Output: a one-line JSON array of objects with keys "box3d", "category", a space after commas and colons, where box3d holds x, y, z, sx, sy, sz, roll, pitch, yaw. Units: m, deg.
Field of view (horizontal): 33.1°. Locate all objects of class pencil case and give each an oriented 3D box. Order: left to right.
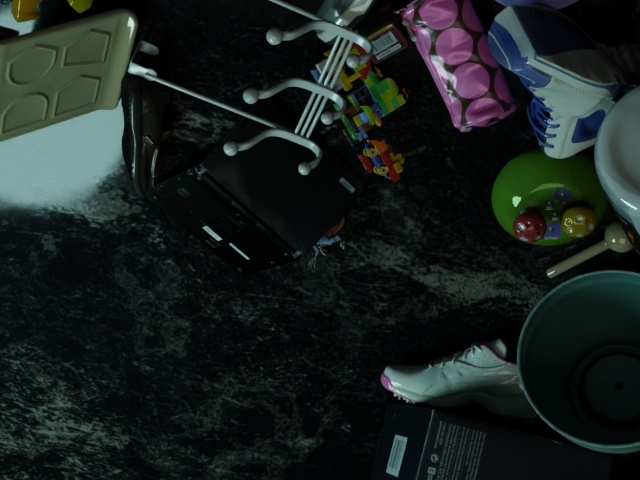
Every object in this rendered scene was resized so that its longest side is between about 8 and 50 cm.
[{"box3d": [0.188, -0.251, 1.492, 0.098, 0.095, 0.209, -30, 98, -13], "category": "pencil case"}]

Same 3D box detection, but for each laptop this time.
[{"box3d": [-0.107, -0.081, 1.737, 0.234, 0.137, 0.264, 42, 146, -23], "category": "laptop"}]

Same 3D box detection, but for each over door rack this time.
[{"box3d": [-0.116, -0.245, 1.487, 0.324, 0.108, 0.239, 30, 137, 1], "category": "over door rack"}]

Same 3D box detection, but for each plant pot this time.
[{"box3d": [0.484, 0.220, 1.766, 0.293, 0.293, 0.196, -13, 152, 15], "category": "plant pot"}]

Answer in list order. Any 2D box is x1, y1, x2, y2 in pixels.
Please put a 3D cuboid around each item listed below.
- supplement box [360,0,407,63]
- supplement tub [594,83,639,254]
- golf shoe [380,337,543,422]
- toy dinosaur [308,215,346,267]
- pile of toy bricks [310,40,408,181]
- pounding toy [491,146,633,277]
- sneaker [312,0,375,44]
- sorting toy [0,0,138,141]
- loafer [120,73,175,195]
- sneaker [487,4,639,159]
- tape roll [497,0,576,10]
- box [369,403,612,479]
[{"box3d": [0.089, -0.293, 1.510, 0.055, 0.083, 0.043, -27, 121, 24], "category": "supplement box"}, {"box3d": [0.508, -0.073, 1.492, 0.207, 0.207, 0.338, -18, 155, 18], "category": "supplement tub"}, {"box3d": [0.262, 0.230, 1.897, 0.306, 0.115, 0.140, 6, 100, 6], "category": "golf shoe"}, {"box3d": [0.000, 0.000, 1.785, 0.082, 0.047, 0.090, 6, 95, 12], "category": "toy dinosaur"}, {"box3d": [0.079, -0.200, 1.587, 0.105, 0.118, 0.212, -32, 104, -5], "category": "pile of toy bricks"}, {"box3d": [0.374, -0.025, 1.671, 0.183, 0.110, 0.237, -30, 119, 25], "category": "pounding toy"}, {"box3d": [0.022, -0.407, 1.406, 0.178, 0.124, 0.295, 27, 126, -14], "category": "sneaker"}, {"box3d": [-0.369, -0.263, 1.497, 0.229, 0.041, 0.307, -20, 155, -32], "category": "sorting toy"}, {"box3d": [-0.259, -0.157, 1.650, 0.078, 0.080, 0.220, -10, 139, -18], "category": "loafer"}, {"box3d": [0.337, -0.196, 1.497, 0.315, 0.128, 0.182, 11, 140, -36], "category": "sneaker"}, {"box3d": [0.286, -0.401, 1.412, 0.188, 0.080, 0.189, 3, 127, 4], "category": "tape roll"}, {"box3d": [0.276, 0.406, 1.858, 0.312, 0.179, 0.343, 17, 171, -7], "category": "box"}]
